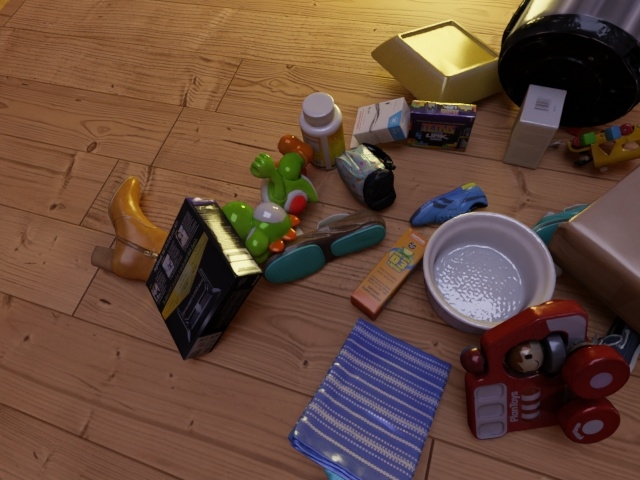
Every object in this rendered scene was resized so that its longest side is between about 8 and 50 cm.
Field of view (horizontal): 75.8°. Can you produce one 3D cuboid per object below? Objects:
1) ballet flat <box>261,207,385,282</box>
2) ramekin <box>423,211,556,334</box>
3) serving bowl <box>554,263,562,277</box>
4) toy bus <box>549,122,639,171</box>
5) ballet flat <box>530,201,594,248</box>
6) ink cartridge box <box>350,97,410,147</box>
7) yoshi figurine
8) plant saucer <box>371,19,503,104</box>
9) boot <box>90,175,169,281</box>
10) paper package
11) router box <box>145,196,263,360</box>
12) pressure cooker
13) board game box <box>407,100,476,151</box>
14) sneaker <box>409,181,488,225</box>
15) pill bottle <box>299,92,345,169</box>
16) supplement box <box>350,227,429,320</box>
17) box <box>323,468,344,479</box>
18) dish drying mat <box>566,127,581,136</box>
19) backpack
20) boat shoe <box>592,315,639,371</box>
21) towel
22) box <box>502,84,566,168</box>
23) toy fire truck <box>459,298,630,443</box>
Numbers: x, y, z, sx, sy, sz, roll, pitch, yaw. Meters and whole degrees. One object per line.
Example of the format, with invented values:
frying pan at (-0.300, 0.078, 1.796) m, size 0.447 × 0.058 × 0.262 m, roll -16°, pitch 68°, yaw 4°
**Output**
ballet flat at (0.000, 0.000, 1.071) m, size 0.341 × 0.116 × 0.124 m, roll -24°, pitch 44°, yaw -3°
ramekin at (0.373, 0.085, 0.955) m, size 0.276 × 0.135 × 0.278 m, roll -3°, pitch 64°, yaw 6°
serving bowl at (0.538, 0.063, 0.996) m, size 0.083 × 0.027 × 0.084 m, roll 6°, pitch 49°, yaw -7°
toy bus at (0.736, -0.235, 1.070) m, size 0.190 × 0.202 × 0.105 m, roll -15°, pitch 94°, yaw -7°
ballet flat at (0.612, -0.042, 1.023) m, size 0.246 × 0.083 × 0.087 m, roll -14°, pitch 34°, yaw 0°
ink cartridge box at (0.161, -0.337, 1.192) m, size 0.179 × 0.060 × 0.104 m, roll -3°, pitch 62°, yaw 31°
yoshi figurine at (-0.152, -0.110, 1.064) m, size 0.202 × 0.204 × 0.363 m, roll -11°, pitch 44°, yaw 35°
plant saucer at (0.379, -0.550, 1.241) m, size 0.332 × 0.081 × 0.333 m, roll -25°, pitch 62°, yaw -22°
boot at (-0.493, -0.032, 1.160) m, size 0.210 × 0.104 × 0.296 m, roll 11°, pitch 72°, yaw 7°
paper package at (0.703, 0.017, 0.825) m, size 0.309 × 0.168 × 0.325 m, roll -37°, pitch 62°, yaw -6°
router box at (-0.288, 0.091, 0.973) m, size 0.243 × 0.080 × 0.309 m, roll 52°, pitch 124°, yaw 25°
pressure cooker at (0.716, -0.558, 1.066) m, size 0.375 × 0.370 × 0.421 m, roll 34°, pitch 84°, yaw -13°
board game box at (0.333, -0.317, 1.149) m, size 0.170 × 0.141 × 0.048 m, roll 8°, pitch 66°, yaw 12°
sneaker at (0.338, -0.077, 1.075) m, size 0.209 × 0.069 × 0.082 m, roll -24°, pitch 68°, yaw -4°
pill bottle at (0.007, -0.302, 1.145) m, size 0.117 × 0.215 × 0.118 m, roll -3°, pitch 64°, yaw 6°
supplement box at (0.175, 0.081, 1.017) m, size 0.078 × 0.080 × 0.233 m, roll 37°, pitch 72°, yaw 19°
box at (0.100, 0.539, 0.797) m, size 0.060 × 0.101 × 0.244 m, roll -33°, pitch 65°, yaw -9°
dish drying mat at (0.735, -0.332, 1.174) m, size 0.032 × 0.008 × 0.083 m, roll 32°, pitch 72°, yaw 20°
backpack at (0.121, -0.181, 1.115) m, size 0.115 × 0.152 × 0.182 m, roll -23°, pitch 51°, yaw -13°
boat shoe at (0.628, 0.227, 0.875) m, size 0.079 × 0.095 × 0.254 m, roll 40°, pitch 74°, yaw 21°
towel at (0.115, 0.335, 0.862) m, size 0.243 × 0.040 × 0.336 m, roll 24°, pitch 49°, yaw 17°
box at (0.563, -0.297, 1.090) m, size 0.090 × 0.171 × 0.130 m, roll 17°, pitch 68°, yaw 17°
toy fire truck at (0.403, 0.260, 0.790) m, size 0.253 × 0.303 × 0.169 m, roll -13°, pitch 28°, yaw 4°
